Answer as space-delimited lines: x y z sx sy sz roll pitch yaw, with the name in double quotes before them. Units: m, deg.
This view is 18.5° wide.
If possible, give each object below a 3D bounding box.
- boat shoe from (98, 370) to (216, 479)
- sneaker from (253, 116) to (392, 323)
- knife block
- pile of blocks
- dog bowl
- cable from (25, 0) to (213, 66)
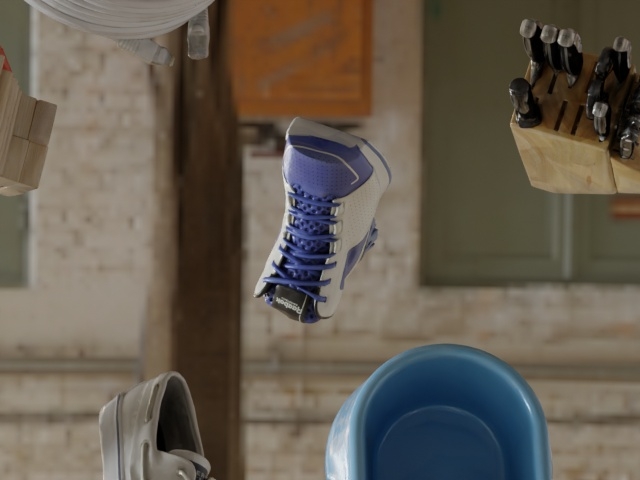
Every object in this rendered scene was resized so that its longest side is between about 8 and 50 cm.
"boat shoe" -0.136 0.226 1.777 0.096 0.088 0.267 42 -159 -32
"sneaker" 0.000 0.001 2.460 0.127 0.182 0.315 18 153 12
"knife block" 0.220 -0.127 1.823 0.242 0.088 0.276 26 169 -29
"pile of blocks" -0.337 -0.139 1.742 0.149 0.112 0.362 10 168 10
"dog bowl" 0.088 0.206 1.357 0.166 0.297 0.074 0 153 -2
"cable" -0.171 -0.292 1.604 0.257 0.257 0.089 18 159 -25
